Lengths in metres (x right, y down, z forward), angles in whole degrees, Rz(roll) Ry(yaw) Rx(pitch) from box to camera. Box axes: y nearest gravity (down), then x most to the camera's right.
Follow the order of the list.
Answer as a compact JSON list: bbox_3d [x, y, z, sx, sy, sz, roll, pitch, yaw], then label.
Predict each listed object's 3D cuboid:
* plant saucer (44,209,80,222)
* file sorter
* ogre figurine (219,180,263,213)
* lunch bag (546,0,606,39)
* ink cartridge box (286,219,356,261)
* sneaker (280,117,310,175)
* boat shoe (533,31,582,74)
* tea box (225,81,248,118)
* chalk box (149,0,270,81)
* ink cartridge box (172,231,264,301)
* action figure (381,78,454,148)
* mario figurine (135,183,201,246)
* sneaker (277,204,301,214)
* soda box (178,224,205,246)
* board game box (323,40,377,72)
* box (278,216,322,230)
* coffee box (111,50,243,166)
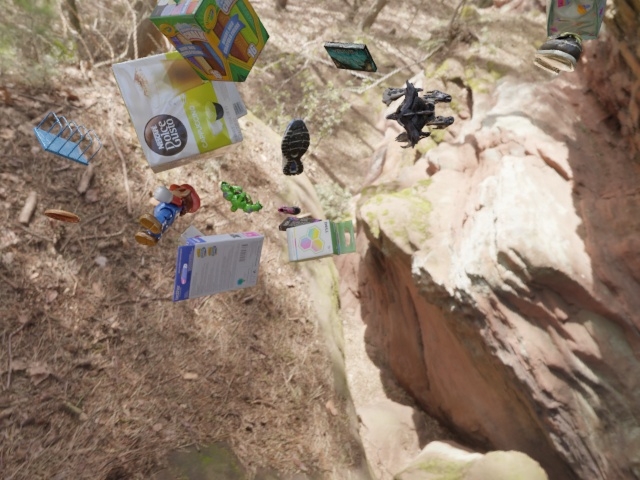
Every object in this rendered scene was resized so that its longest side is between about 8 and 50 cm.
[{"bbox_3d":[-0.681,-0.065,1.119,0.084,0.083,0.013,15,73,-32],"label":"plant saucer"},{"bbox_3d":[-0.913,-0.371,1.538,0.118,0.104,0.170,50,12,22],"label":"file sorter"},{"bbox_3d":[-0.342,-0.175,1.786,0.197,0.097,0.118,52,17,-17],"label":"ogre figurine"},{"bbox_3d":[0.701,-0.711,1.144,0.262,0.160,0.223,26,76,-56],"label":"lunch bag"},{"bbox_3d":[0.000,0.000,1.338,0.062,0.209,0.108,18,63,-65],"label":"ink cartridge box"},{"bbox_3d":[-0.128,-0.433,1.891,0.130,0.330,0.147,-5,65,-14],"label":"sneaker"},{"bbox_3d":[0.496,-0.395,0.877,0.081,0.068,0.228,32,25,7],"label":"boat shoe"},{"bbox_3d":[-0.612,-0.659,2.173,0.329,0.324,0.219,-34,111,-29],"label":"tea box"},{"bbox_3d":[-0.302,-0.589,1.118,0.180,0.179,0.289,-66,149,-14],"label":"chalk box"},{"bbox_3d":[-0.324,0.075,1.330,0.065,0.185,0.311,26,22,36],"label":"ink cartridge box"},{"bbox_3d":[0.236,-0.320,1.087,0.276,0.141,0.164,-23,105,-47],"label":"action figure"},{"bbox_3d":[-0.578,-0.121,1.554,0.170,0.198,0.320,62,26,-24],"label":"mario figurine"},{"bbox_3d":[-0.151,-0.142,2.015,0.057,0.119,0.047,-20,111,-63],"label":"sneaker"},{"bbox_3d":[-0.494,0.038,1.795,0.216,0.069,0.074,43,57,-7],"label":"soda box"},{"bbox_3d":[0.114,-0.691,1.596,0.186,0.026,0.126,23,-9,36],"label":"board game box"},{"bbox_3d":[-0.085,-0.067,1.818,0.162,0.029,0.116,6,24,15],"label":"box"},{"bbox_3d":[-0.511,-0.457,1.540,0.335,0.338,0.337,-20,101,-16],"label":"coffee box"}]
